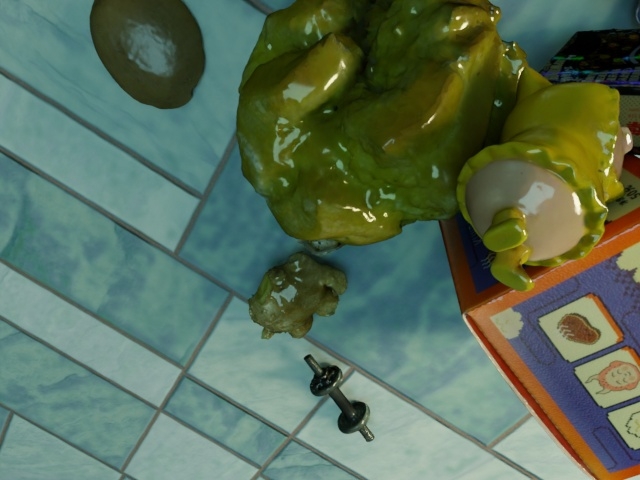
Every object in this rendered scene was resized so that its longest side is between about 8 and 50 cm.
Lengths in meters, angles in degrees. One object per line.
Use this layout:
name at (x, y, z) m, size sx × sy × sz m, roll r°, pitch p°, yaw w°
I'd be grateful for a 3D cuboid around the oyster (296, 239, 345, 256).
oyster at (-0.001, 0.003, 0.844) m, size 0.093 × 0.034 × 0.051 m, roll 28°, pitch 101°, yaw 10°

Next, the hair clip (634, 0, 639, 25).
hair clip at (0.488, -0.313, 0.593) m, size 0.123 × 0.052 × 0.196 m, roll -11°, pitch 107°, yaw 10°

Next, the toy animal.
toy animal at (0.215, -0.060, 0.441) m, size 0.155 × 0.230 × 0.156 m, roll 24°, pitch 143°, yaw 20°

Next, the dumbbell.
dumbbell at (0.041, 0.341, 0.966) m, size 0.081 × 0.082 × 0.254 m, roll -29°, pitch 106°, yaw 22°

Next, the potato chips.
potato chips at (-0.292, -0.317, 0.736) m, size 0.195 × 0.062 × 0.208 m, roll -8°, pitch 111°, yaw 12°

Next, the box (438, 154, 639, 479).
box at (0.361, 0.064, 0.625) m, size 0.256 × 0.349 × 0.319 m, roll -36°, pitch 105°, yaw 23°

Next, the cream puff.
cream puff at (0.078, -0.184, 0.560) m, size 0.377 × 0.379 × 0.276 m, roll 25°, pitch 153°, yaw -2°

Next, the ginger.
ginger at (-0.058, 0.115, 0.869) m, size 0.157 × 0.102 × 0.216 m, roll 25°, pitch 116°, yaw -28°

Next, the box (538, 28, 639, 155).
box at (0.420, -0.168, 0.497) m, size 0.310 × 0.198 × 0.084 m, roll 16°, pitch 135°, yaw 36°
